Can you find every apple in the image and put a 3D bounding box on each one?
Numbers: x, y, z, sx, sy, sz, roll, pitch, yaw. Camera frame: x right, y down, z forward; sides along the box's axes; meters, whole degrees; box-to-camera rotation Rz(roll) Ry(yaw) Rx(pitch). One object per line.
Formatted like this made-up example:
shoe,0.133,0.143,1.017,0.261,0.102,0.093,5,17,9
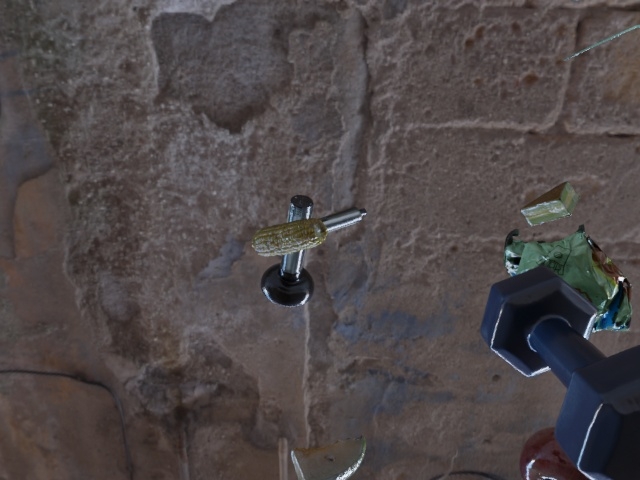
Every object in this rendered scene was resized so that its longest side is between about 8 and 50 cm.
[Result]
apple,0.458,0.424,0.990,0.153,0.153,0.120,16,-143,28

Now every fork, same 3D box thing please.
fork,0.603,-0.406,1.032,0.235,0.021,0.039,-25,161,23

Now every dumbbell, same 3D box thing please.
dumbbell,0.314,0.151,0.637,0.160,0.144,0.325,-20,-163,3

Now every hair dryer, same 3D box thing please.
hair dryer,0.004,0.022,1.474,0.284,0.320,0.156,1,-142,-28

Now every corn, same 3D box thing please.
corn,-0.080,-0.006,1.273,0.238,0.080,0.080,-9,-166,45

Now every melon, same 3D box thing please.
melon,0.032,0.487,1.147,0.182,0.054,0.098,-2,-132,-24

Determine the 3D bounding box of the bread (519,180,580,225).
bread,0.675,-0.106,1.552,0.084,0.074,0.139,-50,-166,-31

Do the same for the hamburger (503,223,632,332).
hamburger,0.518,0.108,1.165,0.150,0.261,0.276,-37,-163,-31
